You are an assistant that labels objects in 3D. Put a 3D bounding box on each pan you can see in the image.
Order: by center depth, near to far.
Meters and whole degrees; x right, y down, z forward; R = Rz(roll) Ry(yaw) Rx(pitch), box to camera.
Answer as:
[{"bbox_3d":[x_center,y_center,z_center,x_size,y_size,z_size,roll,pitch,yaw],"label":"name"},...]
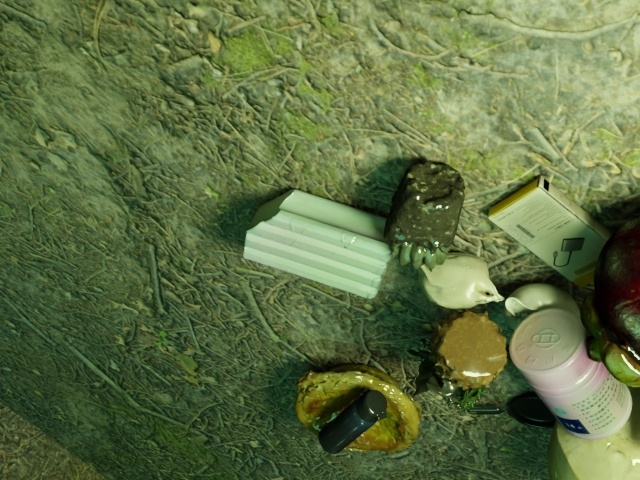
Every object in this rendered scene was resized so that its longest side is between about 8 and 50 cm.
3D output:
[{"bbox_3d":[0.474,0.408,1.873,0.234,0.028,0.136,-1,136,19],"label":"pan"}]

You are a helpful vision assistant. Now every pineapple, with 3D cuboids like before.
[{"bbox_3d":[0.269,0.252,1.589,0.165,0.166,0.364,19,159,1],"label":"pineapple"}]

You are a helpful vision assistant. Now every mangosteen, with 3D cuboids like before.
[{"bbox_3d":[0.573,0.093,1.268,0.300,0.300,0.300,11,140,10],"label":"mangosteen"}]

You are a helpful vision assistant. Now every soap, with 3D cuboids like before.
[{"bbox_3d":[0.000,0.000,1.546,0.289,0.095,0.173,18,141,3],"label":"soap"}]

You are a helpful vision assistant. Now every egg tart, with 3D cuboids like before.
[{"bbox_3d":[0.100,0.408,1.951,0.340,0.129,0.341,12,139,11],"label":"egg tart"}]

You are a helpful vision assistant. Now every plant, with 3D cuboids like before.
[{"bbox_3d":[0.185,-0.042,1.398,0.132,0.129,0.195,17,137,6],"label":"plant"}]

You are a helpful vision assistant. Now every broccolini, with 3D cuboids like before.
[{"bbox_3d":[0.384,0.328,1.813,0.054,0.051,0.239,35,135,8],"label":"broccolini"}]

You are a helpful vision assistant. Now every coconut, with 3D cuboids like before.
[{"bbox_3d":[0.629,0.459,1.626,0.322,0.323,0.323,11,140,10],"label":"coconut"}]

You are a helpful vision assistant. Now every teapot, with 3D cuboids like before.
[{"bbox_3d":[0.444,0.146,1.535,0.226,0.092,0.145,37,140,-23],"label":"teapot"}]

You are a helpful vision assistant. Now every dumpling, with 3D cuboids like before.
[{"bbox_3d":[0.262,0.073,1.513,0.199,0.136,0.118,28,98,0],"label":"dumpling"}]

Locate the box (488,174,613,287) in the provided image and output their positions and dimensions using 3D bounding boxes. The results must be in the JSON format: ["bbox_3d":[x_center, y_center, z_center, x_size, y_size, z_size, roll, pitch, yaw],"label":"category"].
[{"bbox_3d":[0.435,-0.011,1.404,0.247,0.033,0.129,35,138,-18],"label":"box"}]

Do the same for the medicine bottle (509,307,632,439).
[{"bbox_3d":[0.478,0.256,1.474,0.152,0.152,0.254,-15,133,35],"label":"medicine bottle"}]

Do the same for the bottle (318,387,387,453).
[{"bbox_3d":[0.076,0.428,1.839,0.072,0.082,0.244,-10,153,-36],"label":"bottle"}]
